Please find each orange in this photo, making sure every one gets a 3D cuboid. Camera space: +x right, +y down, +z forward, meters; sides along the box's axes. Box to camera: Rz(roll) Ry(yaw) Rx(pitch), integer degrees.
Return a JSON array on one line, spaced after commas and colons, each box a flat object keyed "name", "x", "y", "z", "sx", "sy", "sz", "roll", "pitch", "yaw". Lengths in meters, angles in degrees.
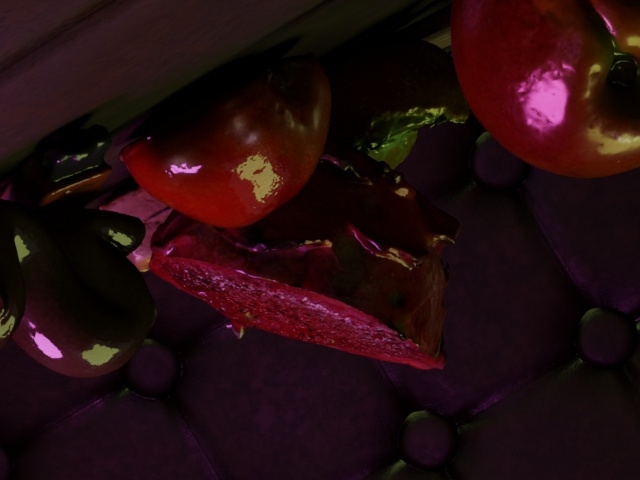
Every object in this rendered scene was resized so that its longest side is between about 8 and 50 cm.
[{"name": "orange", "x": 0.079, "y": -0.172, "z": 1.872, "sx": 0.179, "sy": 0.158, "sz": 0.237, "roll": -23, "pitch": 173, "yaw": -33}]

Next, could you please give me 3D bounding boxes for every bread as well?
[{"name": "bread", "x": -0.176, "y": -0.050, "z": 1.975, "sx": 0.239, "sy": 0.111, "sz": 0.246, "roll": -28, "pitch": -178, "yaw": -11}]

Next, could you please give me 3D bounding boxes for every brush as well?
[{"name": "brush", "x": -0.247, "y": -0.039, "z": 1.352, "sx": 0.070, "sy": 0.051, "sz": 0.323, "roll": -31, "pitch": 180, "yaw": -24}]

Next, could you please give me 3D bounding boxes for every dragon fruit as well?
[{"name": "dragon fruit", "x": 0.000, "y": 0.000, "z": 1.741, "sx": 0.371, "sy": 0.386, "sz": 0.249, "roll": -2, "pitch": -114, "yaw": 63}]

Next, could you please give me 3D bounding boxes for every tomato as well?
[{"name": "tomato", "x": -0.081, "y": -0.089, "z": 1.501, "sx": 0.200, "sy": 0.139, "sz": 0.233, "roll": -23, "pitch": -174, "yaw": 39}]

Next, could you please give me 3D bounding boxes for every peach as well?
[{"name": "peach", "x": 0.283, "y": -0.224, "z": 1.607, "sx": 0.308, "sy": 0.308, "sz": 0.332, "roll": -31, "pitch": -153, "yaw": 13}]

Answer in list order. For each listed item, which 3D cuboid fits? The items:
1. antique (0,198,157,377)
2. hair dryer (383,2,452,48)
[{"name": "antique", "x": -0.252, "y": 0.047, "z": 1.279, "sx": 0.121, "sy": 0.143, "sz": 0.257, "roll": -16, "pitch": 165, "yaw": 35}, {"name": "hair dryer", "x": 0.193, "y": -0.294, "z": 1.915, "sx": 0.344, "sy": 0.106, "sz": 0.189, "roll": -20, "pitch": -172, "yaw": 34}]
